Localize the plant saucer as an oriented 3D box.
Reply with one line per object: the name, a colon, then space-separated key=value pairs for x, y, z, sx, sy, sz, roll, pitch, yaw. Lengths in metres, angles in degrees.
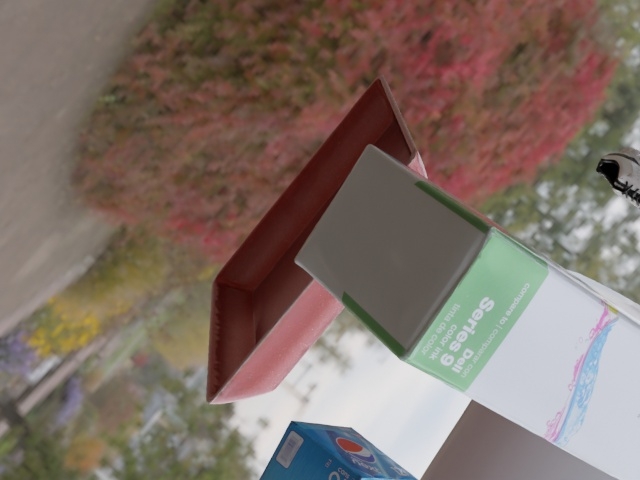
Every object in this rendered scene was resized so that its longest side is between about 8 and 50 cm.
plant saucer: x=0.000 y=0.000 z=1.102 sx=0.258 sy=0.048 sz=0.259 roll=-51 pitch=-165 yaw=14

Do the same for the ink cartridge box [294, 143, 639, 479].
ink cartridge box: x=0.112 y=0.047 z=0.792 sx=0.093 sy=0.212 sz=0.154 roll=-58 pitch=-148 yaw=5

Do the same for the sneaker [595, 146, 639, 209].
sneaker: x=0.293 y=-0.043 z=1.193 sx=0.044 sy=0.109 sz=0.040 roll=-9 pitch=132 yaw=-30

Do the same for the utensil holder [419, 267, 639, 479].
utensil holder: x=0.297 y=0.271 z=1.462 sx=0.385 sy=0.328 sz=0.327 roll=-59 pitch=178 yaw=9

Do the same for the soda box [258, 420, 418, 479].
soda box: x=-0.026 y=0.224 z=0.847 sx=0.071 sy=0.067 sz=0.210 roll=16 pitch=106 yaw=-54
